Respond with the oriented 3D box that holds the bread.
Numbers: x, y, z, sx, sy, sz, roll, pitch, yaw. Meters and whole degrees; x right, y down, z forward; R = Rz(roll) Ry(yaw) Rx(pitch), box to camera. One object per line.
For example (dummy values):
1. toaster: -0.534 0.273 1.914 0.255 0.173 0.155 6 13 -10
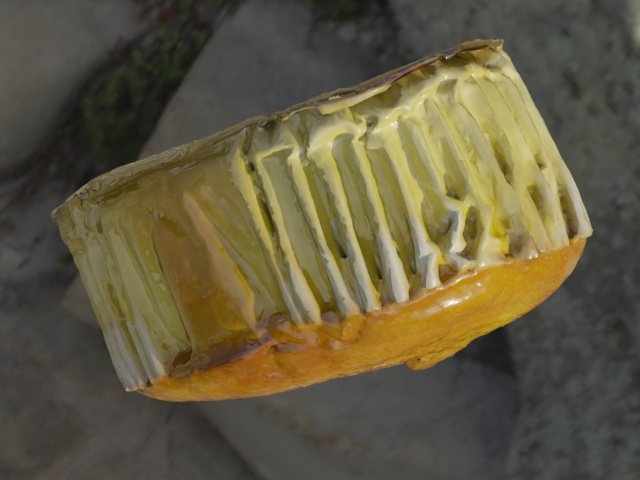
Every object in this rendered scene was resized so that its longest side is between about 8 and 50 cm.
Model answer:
1. bread: 0.000 0.000 0.691 0.132 0.190 0.114 -20 88 -50
